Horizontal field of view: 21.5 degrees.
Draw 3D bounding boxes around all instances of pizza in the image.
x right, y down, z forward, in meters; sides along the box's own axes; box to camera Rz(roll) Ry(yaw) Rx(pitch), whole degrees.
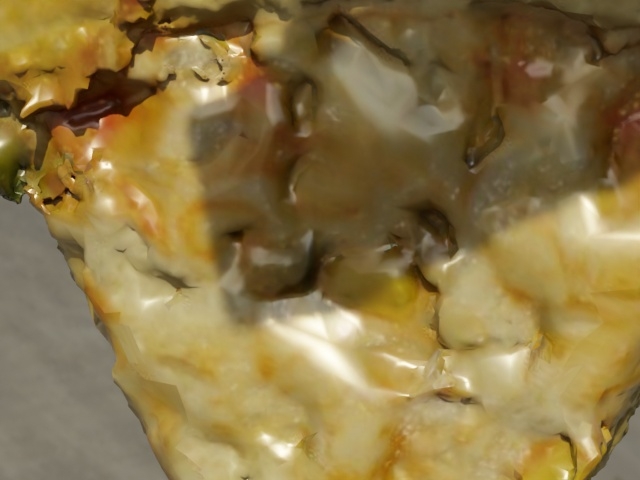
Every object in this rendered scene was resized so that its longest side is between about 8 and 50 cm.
[{"bbox_3d":[0.001,-0.032,0.749,0.392,0.435,0.080,35,16,6],"label":"pizza"}]
